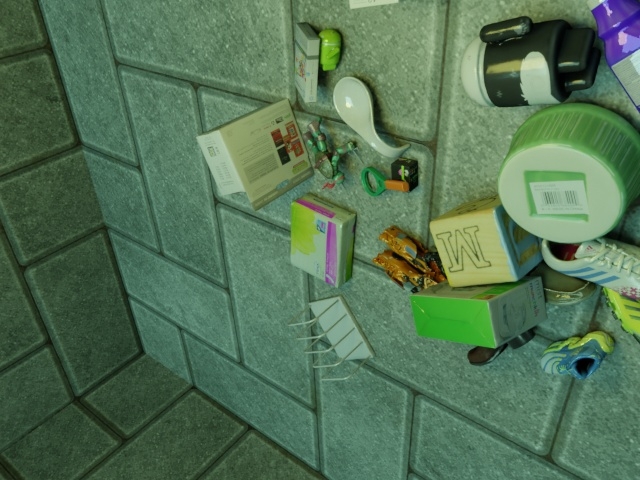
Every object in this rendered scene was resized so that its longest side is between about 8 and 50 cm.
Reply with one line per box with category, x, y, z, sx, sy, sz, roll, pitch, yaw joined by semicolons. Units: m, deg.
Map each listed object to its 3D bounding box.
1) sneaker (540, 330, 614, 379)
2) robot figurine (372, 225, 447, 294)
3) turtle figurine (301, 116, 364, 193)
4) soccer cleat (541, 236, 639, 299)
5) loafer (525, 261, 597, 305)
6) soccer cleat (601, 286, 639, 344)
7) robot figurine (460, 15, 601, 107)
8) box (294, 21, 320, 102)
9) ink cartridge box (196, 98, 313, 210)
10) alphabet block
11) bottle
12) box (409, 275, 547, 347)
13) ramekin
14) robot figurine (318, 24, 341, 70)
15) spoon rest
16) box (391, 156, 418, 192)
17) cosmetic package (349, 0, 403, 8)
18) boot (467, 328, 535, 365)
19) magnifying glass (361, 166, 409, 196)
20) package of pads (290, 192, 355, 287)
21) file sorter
sneaker;0.677;0.329;1.520;0.091;0.126;0.240;47;140;8
robot figurine;0.295;0.094;1.729;0.291;0.085;0.211;41;140;31
turtle figurine;0.033;-0.257;1.738;0.234;0.118;0.175;57;141;4
soccer cleat;0.676;0.052;1.297;0.331;0.116;0.143;14;163;39
loafer;0.589;0.107;1.470;0.251;0.094;0.087;3;124;43
soccer cleat;0.804;0.202;1.359;0.121;0.093;0.289;-37;85;20
robot figurine;0.443;-0.379;1.203;0.278;0.174;0.209;7;119;41
box;-0.041;-0.516;1.618;0.145;0.038;0.186;-113;20;-48
ink cartridge box;-0.198;-0.270;1.791;0.130;0.309;0.271;-2;116;45
alphabet block;0.436;-0.003;1.452;0.197;0.192;0.193;-13;98;47
bottle;0.626;-0.369;1.090;0.282;0.092;0.118;55;138;-2
box;0.415;0.178;1.472;0.262;0.231;0.126;-2;102;55
ramekin;0.551;-0.138;1.250;0.304;0.148;0.303;25;142;22
robot figurine;0.023;-0.541;1.571;0.101;0.067;0.115;-121;27;-43
spoon rest;0.135;-0.346;1.591;0.276;0.084;0.137;49;140;4
box;0.245;-0.191;1.621;0.062;0.052;0.083;17;130;35
cosmetic package;0.164;-0.654;1.228;0.138;0.224;0.224;11;125;40
boot;0.462;0.227;1.685;0.280;0.096;0.264;51;147;9
magnifying glass;0.187;-0.169;1.654;0.231;0.026;0.092;24;131;63
package of pads;0.000;0.000;1.959;0.229;0.101;0.296;26;133;29
file sorter;0.036;0.382;2.147;0.193;0.173;0.277;-19;104;50
